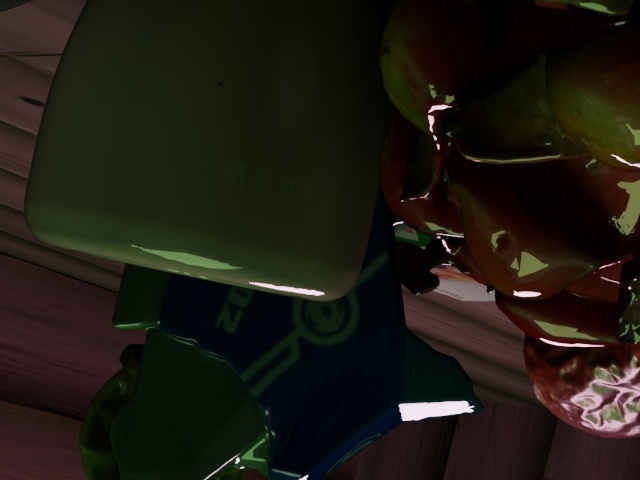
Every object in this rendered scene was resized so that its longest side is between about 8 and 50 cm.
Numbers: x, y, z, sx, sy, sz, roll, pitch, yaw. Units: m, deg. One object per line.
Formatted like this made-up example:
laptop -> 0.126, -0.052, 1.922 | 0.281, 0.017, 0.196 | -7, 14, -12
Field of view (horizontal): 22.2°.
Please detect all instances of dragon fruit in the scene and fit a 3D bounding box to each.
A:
dragon fruit -> 0.134, -0.059, 0.624 | 0.228, 0.243, 0.307 | 3, -148, 9

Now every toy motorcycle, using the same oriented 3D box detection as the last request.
toy motorcycle -> 0.000, 0.000, 0.856 | 0.200, 0.326, 0.191 | 11, 170, 8

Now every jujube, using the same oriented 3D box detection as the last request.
jujube -> 0.312, 0.102, 1.609 | 0.190, 0.190, 0.255 | 16, 163, -13

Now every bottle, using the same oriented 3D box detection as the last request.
bottle -> -0.033, -0.100, 0.706 | 0.148, 0.236, 0.147 | 12, 178, 0

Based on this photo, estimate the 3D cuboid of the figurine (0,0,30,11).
figurine -> -0.203, -0.217, 0.584 | 0.378, 0.266, 0.361 | -22, 172, -47

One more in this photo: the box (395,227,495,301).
box -> 0.134, -0.016, 1.371 | 0.180, 0.103, 0.250 | 18, 170, -28
